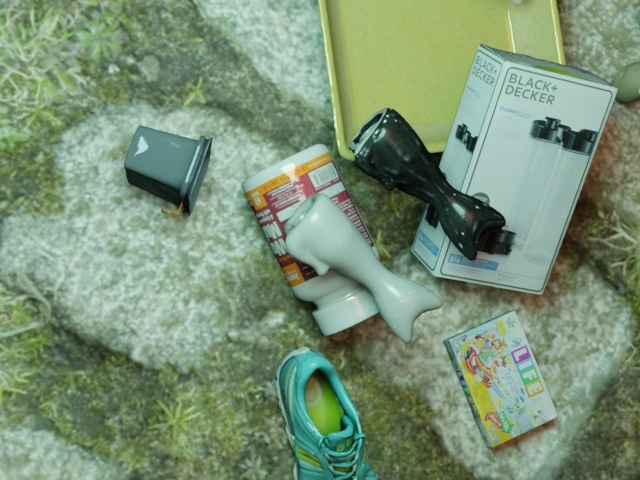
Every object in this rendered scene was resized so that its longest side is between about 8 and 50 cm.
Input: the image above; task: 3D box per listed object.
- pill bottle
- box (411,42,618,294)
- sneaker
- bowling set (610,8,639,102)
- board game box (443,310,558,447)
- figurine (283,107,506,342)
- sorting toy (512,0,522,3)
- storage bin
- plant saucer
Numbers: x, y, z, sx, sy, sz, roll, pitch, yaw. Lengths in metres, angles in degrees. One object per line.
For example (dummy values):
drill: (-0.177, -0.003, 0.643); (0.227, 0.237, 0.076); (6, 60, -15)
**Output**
pill bottle: (0.000, 0.000, 1.727); (0.121, 0.121, 0.221); (-26, 92, -16)
box: (0.243, -0.088, 1.753); (0.169, 0.087, 0.290); (12, 107, -21)
sneaker: (0.015, 0.267, 1.712); (0.107, 0.110, 0.275); (-21, 91, -17)
bowling set: (0.542, -0.295, 1.890); (0.200, 0.154, 0.287); (19, 80, -13)
board game box: (0.239, 0.183, 1.825); (0.103, 0.026, 0.154); (-23, 91, -17)
figurine: (0.090, -0.012, 1.645); (0.209, 0.092, 0.215); (40, 80, -11)
sorting toy: (0.245, -0.358, 1.805); (0.083, 0.012, 0.062); (37, 81, -13)
storage bin: (-0.191, -0.085, 1.685); (0.091, 0.135, 0.098); (19, 80, -1)
plant saucer: (0.149, -0.277, 1.818); (0.332, 0.081, 0.333); (-7, 86, -17)
